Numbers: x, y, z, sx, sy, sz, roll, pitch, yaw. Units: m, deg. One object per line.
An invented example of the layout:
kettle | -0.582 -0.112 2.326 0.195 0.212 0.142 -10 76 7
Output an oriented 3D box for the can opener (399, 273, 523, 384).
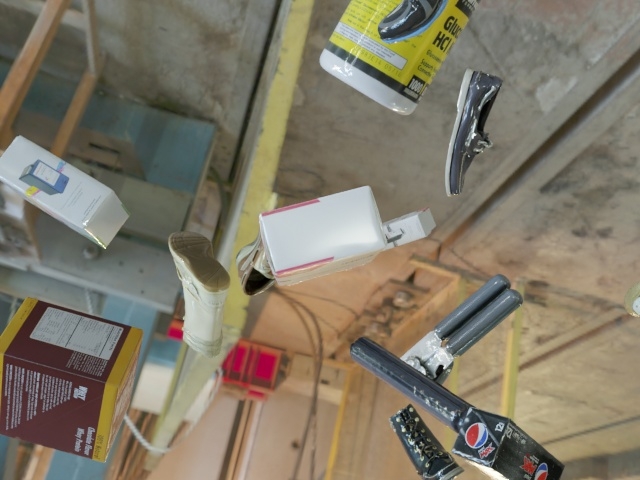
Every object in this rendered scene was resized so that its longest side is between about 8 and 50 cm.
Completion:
can opener | 0.246 0.174 1.355 0.280 0.074 0.093 -46 144 17

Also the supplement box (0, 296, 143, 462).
supplement box | -0.406 0.224 1.202 0.194 0.129 0.191 17 125 -4

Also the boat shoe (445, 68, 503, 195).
boat shoe | 0.244 -0.167 1.201 0.065 0.206 0.075 12 -166 13

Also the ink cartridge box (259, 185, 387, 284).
ink cartridge box | 0.000 0.000 1.421 0.207 0.117 0.283 -15 174 -3

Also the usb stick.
usb stick | 0.139 0.217 1.121 0.077 0.045 0.278 50 167 -32

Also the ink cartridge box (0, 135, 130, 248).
ink cartridge box | -0.485 -0.089 1.418 0.212 0.093 0.154 32 167 6

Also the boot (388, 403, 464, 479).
boot | 0.221 0.446 1.631 0.085 0.178 0.236 -31 168 -7

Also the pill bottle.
pill bottle | 0.156 -0.394 1.251 0.188 0.334 0.188 29 -166 -8

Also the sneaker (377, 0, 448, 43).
sneaker | 0.126 -0.313 0.877 0.078 0.067 0.188 27 124 -24

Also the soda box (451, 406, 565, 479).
soda box | 0.219 0.252 0.864 0.053 0.060 0.169 10 157 46

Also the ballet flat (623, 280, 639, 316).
ballet flat | 0.640 0.102 1.423 0.080 0.073 0.232 23 146 5

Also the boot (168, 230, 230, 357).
boot | -0.274 0.113 1.661 0.095 0.262 0.203 -9 123 -28

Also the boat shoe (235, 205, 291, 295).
boat shoe | -0.110 0.037 1.850 0.123 0.120 0.324 12 145 -24

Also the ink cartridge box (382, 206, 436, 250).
ink cartridge box | 0.193 -0.025 1.777 0.135 0.056 0.099 -20 -174 27
